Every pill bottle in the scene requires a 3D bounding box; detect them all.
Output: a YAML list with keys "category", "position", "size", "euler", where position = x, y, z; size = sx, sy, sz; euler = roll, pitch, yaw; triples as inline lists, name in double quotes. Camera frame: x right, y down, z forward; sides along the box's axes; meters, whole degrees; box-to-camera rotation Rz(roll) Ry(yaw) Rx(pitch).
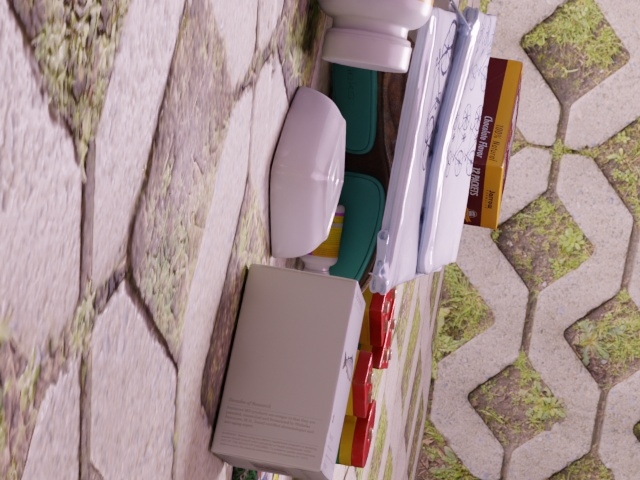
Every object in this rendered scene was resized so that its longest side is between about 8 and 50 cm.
- category: "pill bottle"
  position: [0.000, 0.000, 1.752]
  size: [0.043, 0.043, 0.083]
  euler: [-25, 124, -80]
- category: "pill bottle"
  position: [0.059, -0.275, 1.595]
  size: [0.117, 0.118, 0.208]
  euler: [-5, 105, -81]

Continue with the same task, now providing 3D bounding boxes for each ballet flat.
- category: "ballet flat"
  position: [0.062, -0.086, 1.797]
  size: [0.106, 0.108, 0.315]
  euler: [-12, 116, -51]

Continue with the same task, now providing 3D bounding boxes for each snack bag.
- category: "snack bag"
  position: [0.135, -0.109, 1.818]
  size: [0.342, 0.037, 0.323]
  euler: [-12, 113, -74]

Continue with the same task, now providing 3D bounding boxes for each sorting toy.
- category: "sorting toy"
  position: [0.035, 0.149, 1.998]
  size: [0.255, 0.089, 0.257]
  euler: [87, 15, -57]

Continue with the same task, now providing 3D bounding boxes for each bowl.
- category: "bowl"
  position: [-0.009, -0.064, 1.592]
  size: [0.142, 0.053, 0.142]
  euler: [92, 10, -45]

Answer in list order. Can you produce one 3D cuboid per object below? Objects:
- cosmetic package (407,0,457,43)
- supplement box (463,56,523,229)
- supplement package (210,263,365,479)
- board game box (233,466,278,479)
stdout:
- category: "cosmetic package"
  position: [0.090, -0.206, 1.880]
  size: [0.085, 0.117, 0.231]
  euler: [-52, 149, -69]
- category: "supplement box"
  position: [0.153, -0.138, 2.107]
  size: [0.129, 0.194, 0.191]
  euler: [88, 14, -52]
- category: "supplement package"
  position: [-0.027, 0.124, 1.498]
  size: [0.105, 0.105, 0.179]
  euler: [65, 35, -74]
- category: "board game box"
  position: [-0.072, 0.296, 1.655]
  size: [0.136, 0.030, 0.259]
  euler: [-55, 154, -76]
